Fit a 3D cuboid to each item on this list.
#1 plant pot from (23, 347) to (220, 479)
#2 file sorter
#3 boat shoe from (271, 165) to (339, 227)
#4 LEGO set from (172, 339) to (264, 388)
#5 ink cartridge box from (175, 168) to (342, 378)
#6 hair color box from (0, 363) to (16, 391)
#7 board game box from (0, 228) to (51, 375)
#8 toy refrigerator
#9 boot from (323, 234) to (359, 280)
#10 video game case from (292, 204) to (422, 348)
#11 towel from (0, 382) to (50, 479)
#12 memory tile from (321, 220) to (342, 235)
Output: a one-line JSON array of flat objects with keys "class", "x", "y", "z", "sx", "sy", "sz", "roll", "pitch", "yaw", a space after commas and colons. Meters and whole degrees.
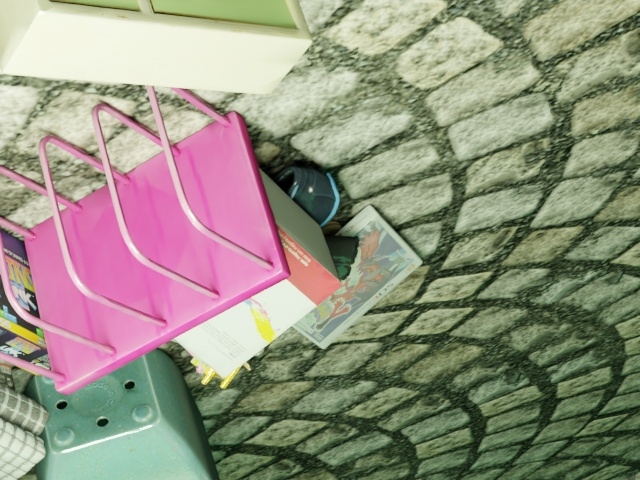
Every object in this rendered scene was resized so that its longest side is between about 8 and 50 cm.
[{"class": "plant pot", "x": -0.275, "y": 0.277, "z": 2.081, "sx": 0.248, "sy": 0.247, "sz": 0.252, "roll": -16, "pitch": 138, "yaw": -7}, {"class": "file sorter", "x": -0.218, "y": -0.011, "z": 1.573, "sx": 0.290, "sy": 0.202, "sz": 0.182, "roll": -28, "pitch": 150, "yaw": 19}, {"class": "boat shoe", "x": -0.098, "y": -0.006, "z": 1.806, "sx": 0.258, "sy": 0.109, "sz": 0.089, "roll": -45, "pitch": 140, "yaw": 15}, {"class": "LEGO set", "x": -0.146, "y": 0.097, "z": 1.980, "sx": 0.132, "sy": 0.107, "sz": 0.287, "roll": -47, "pitch": 162, "yaw": -21}, {"class": "ink cartridge box", "x": -0.091, "y": 0.033, "z": 1.691, "sx": 0.176, "sy": 0.128, "sz": 0.127, "roll": -39, "pitch": 125, "yaw": 12}, {"class": "hair color box", "x": -0.472, "y": 0.204, "z": 2.004, "sx": 0.141, "sy": 0.043, "sz": 0.072, "roll": -28, "pitch": 153, "yaw": 20}, {"class": "board game box", "x": -0.347, "y": 0.058, "z": 1.682, "sx": 0.048, "sy": 0.141, "sz": 0.170, "roll": -24, "pitch": 155, "yaw": 13}, {"class": "toy refrigerator", "x": -0.147, "y": -0.202, "z": 1.348, "sx": 0.269, "sy": 0.102, "sz": 0.094, "roll": 1, "pitch": 148, "yaw": -35}, {"class": "boot", "x": 0.000, "y": 0.000, "z": 1.875, "sx": 0.099, "sy": 0.045, "sz": 0.121, "roll": 8, "pitch": 122, "yaw": -24}, {"class": "video game case", "x": 0.033, "y": 0.052, "z": 2.012, "sx": 0.183, "sy": 0.023, "sz": 0.201, "roll": -42, "pitch": 152, "yaw": 3}, {"class": "towel", "x": -0.512, "y": 0.252, "z": 1.921, "sx": 0.283, "sy": 0.121, "sz": 0.235, "roll": -35, "pitch": 132, "yaw": 28}, {"class": "memory tile", "x": -0.053, "y": 0.005, "z": 1.934, "sx": 0.148, "sy": 0.012, "sz": 0.113, "roll": 5, "pitch": 146, "yaw": -40}]
